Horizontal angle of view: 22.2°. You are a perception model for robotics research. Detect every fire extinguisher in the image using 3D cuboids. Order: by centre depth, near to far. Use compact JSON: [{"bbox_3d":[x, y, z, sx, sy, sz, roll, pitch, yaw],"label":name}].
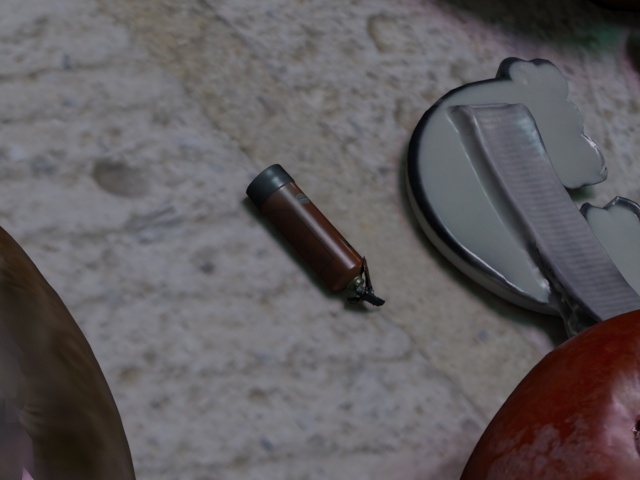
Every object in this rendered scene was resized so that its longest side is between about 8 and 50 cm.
[{"bbox_3d":[0.000,0.000,0.777,0.083,0.022,0.028,48,15,12],"label":"fire extinguisher"}]

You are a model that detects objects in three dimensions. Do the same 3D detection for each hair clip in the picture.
[{"bbox_3d":[0.118,-0.012,0.841,0.140,0.054,0.220,-8,56,-31],"label":"hair clip"}]

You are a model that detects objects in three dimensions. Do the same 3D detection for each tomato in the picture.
[{"bbox_3d":[0.142,0.123,0.663,0.187,0.151,0.187,14,42,-13],"label":"tomato"}]

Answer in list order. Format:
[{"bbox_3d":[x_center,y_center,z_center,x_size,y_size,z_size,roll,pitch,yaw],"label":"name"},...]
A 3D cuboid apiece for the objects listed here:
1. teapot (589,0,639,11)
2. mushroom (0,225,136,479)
[{"bbox_3d":[0.196,-0.193,1.019,0.098,0.078,0.129,42,44,7],"label":"teapot"},{"bbox_3d":[-0.209,0.066,0.395,0.362,0.294,0.362,18,47,-20],"label":"mushroom"}]
